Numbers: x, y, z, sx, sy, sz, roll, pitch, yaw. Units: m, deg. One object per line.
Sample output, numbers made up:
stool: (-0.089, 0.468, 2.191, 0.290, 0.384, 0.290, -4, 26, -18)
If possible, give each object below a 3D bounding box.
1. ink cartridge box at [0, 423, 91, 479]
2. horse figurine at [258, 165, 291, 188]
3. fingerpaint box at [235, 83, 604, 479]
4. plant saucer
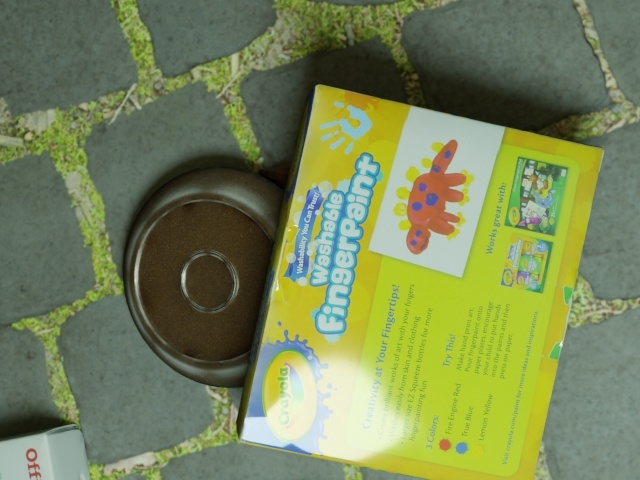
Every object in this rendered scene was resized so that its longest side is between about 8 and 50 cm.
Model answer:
ink cartridge box: (-0.470, 0.386, 1.742, 0.278, 0.117, 0.201, -13, 84, 11)
horse figurine: (0.000, 0.000, 1.691, 0.174, 0.066, 0.263, -28, 84, 17)
fingerpaint box: (0.117, 0.064, 1.567, 0.371, 0.163, 0.444, 11, 89, -5)
plant saucer: (-0.145, 0.054, 1.695, 0.311, 0.050, 0.310, 2, 96, 20)
